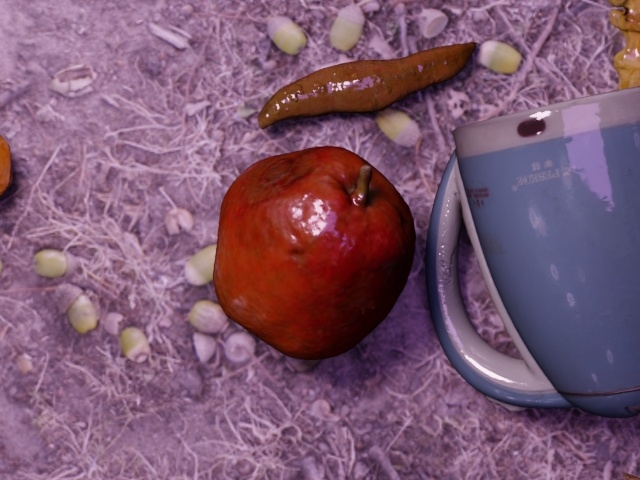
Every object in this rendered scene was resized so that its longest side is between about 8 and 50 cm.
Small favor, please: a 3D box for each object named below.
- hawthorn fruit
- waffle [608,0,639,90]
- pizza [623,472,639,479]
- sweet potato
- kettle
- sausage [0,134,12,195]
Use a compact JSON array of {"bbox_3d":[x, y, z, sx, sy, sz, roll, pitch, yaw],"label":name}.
[{"bbox_3d":[0.000,0.000,1.560,0.224,0.261,0.224,8,66,-19],"label":"hawthorn fruit"},{"bbox_3d":[0.471,-0.253,1.651,0.300,0.058,0.282,-10,115,7],"label":"waffle"},{"bbox_3d":[0.359,0.306,1.653,0.100,0.029,0.099,-14,76,-5],"label":"pizza"},{"bbox_3d":[0.058,-0.178,1.682,0.274,0.067,0.067,-16,84,-9],"label":"sweet potato"},{"bbox_3d":[0.264,0.027,1.600,0.319,0.247,0.342,-10,92,28],"label":"kettle"},{"bbox_3d":[-0.452,-0.110,1.645,0.238,0.098,0.098,19,83,3],"label":"sausage"}]
